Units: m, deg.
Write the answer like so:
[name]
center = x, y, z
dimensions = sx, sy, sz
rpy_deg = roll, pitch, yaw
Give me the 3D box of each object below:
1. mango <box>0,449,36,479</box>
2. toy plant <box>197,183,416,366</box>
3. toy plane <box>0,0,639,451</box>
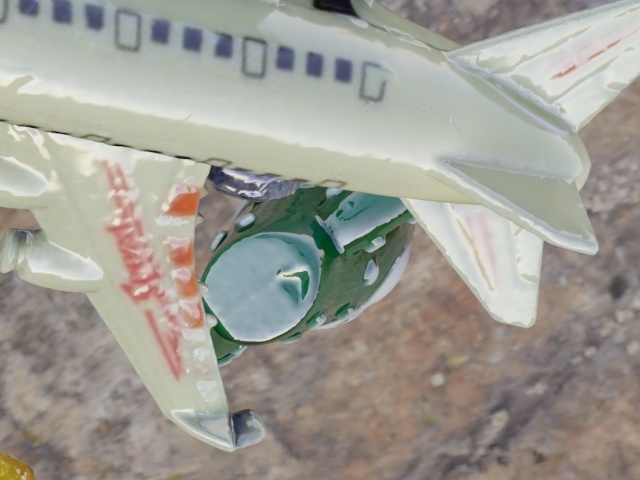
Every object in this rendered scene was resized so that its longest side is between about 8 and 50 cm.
[mango]
center = -0.276, 0.261, 1.010
dimensions = 0.201, 0.199, 0.350
rpy_deg = 14, 68, -8
[toy plant]
center = -0.004, 0.002, 1.097
dimensions = 0.232, 0.243, 0.112
rpy_deg = -35, 90, -7
[toy plane]
center = -0.034, -0.049, 0.426
dimensions = 0.256, 0.242, 0.104
rpy_deg = 19, 32, -12
